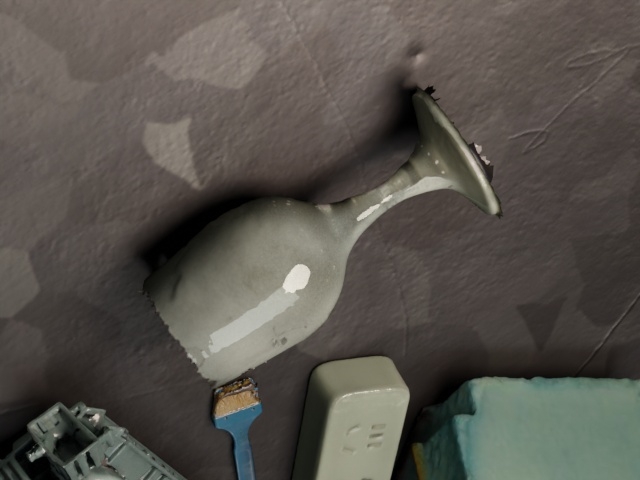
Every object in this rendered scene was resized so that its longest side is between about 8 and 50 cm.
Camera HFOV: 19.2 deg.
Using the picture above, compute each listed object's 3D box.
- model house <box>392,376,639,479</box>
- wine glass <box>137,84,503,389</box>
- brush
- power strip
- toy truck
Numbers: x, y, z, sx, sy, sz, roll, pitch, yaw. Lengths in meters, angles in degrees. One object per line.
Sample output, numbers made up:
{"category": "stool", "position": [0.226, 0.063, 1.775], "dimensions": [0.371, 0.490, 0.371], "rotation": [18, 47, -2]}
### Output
{"category": "model house", "position": [0.206, 0.290, 1.980], "dimensions": [0.280, 0.230, 0.249], "rotation": [4, 147, -28]}
{"category": "wine glass", "position": [0.000, 0.000, 1.672], "dimensions": [0.321, 0.143, 0.143], "rotation": [-31, 133, -3]}
{"category": "brush", "position": [-0.078, 0.201, 1.870], "dimensions": [0.051, 0.014, 0.164], "rotation": [-18, 132, -14]}
{"category": "power strip", "position": [0.013, 0.288, 1.954], "dimensions": [0.091, 0.062, 0.385], "rotation": [-5, 126, -22]}
{"category": "toy truck", "position": [-0.199, 0.275, 1.787], "dimensions": [0.184, 0.133, 0.338], "rotation": [-43, 136, -6]}
